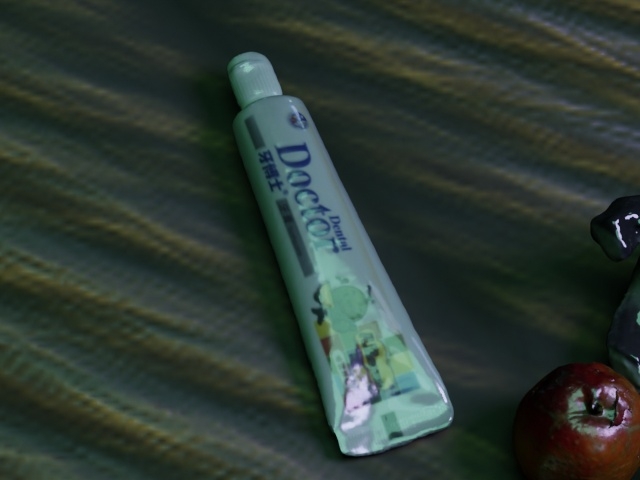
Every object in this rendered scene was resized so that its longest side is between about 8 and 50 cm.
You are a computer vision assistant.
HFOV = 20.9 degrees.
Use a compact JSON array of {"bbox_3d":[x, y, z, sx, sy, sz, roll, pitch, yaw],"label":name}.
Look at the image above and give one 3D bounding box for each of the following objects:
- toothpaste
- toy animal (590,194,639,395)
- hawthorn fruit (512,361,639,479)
[{"bbox_3d":[0.000,0.000,0.973,0.067,0.037,0.255,-17,66,-11],"label":"toothpaste"},{"bbox_3d":[0.237,0.070,0.914,0.121,0.094,0.225,-20,62,-23],"label":"toy animal"},{"bbox_3d":[0.135,0.097,0.900,0.077,0.077,0.077,1,61,-2],"label":"hawthorn fruit"}]
